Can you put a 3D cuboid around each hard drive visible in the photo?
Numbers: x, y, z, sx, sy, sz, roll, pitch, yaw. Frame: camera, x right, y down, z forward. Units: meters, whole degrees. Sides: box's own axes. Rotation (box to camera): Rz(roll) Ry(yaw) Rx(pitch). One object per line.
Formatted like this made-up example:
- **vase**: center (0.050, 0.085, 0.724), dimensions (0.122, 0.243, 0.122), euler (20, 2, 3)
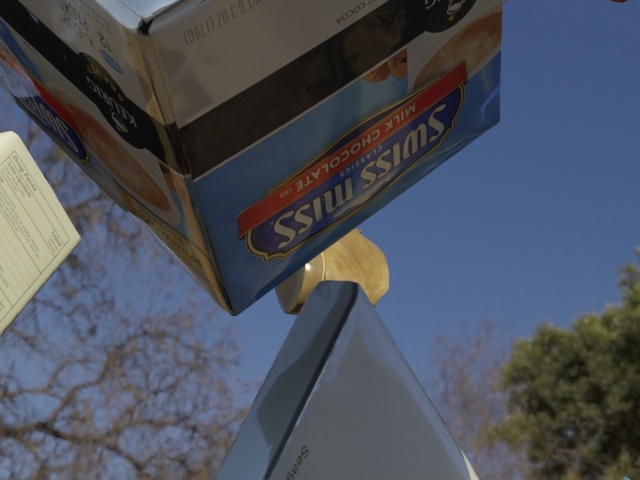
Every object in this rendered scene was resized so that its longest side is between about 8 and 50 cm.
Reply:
- **hard drive**: center (0.042, 0.232, 0.883), dimensions (0.047, 0.233, 0.353), euler (1, -41, 35)

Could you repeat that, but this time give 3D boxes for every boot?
- **boot**: center (0.000, 0.000, 1.373), dimensions (0.115, 0.305, 0.112), euler (11, -61, -18)

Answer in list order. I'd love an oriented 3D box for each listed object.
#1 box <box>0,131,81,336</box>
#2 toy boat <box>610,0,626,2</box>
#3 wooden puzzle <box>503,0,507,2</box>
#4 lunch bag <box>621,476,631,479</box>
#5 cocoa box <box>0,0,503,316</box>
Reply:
- **box**: center (-0.379, 0.045, 1.089), dimensions (0.121, 0.311, 0.148), euler (-5, -55, 32)
- **toy boat**: center (0.340, -0.430, 1.277), dimensions (0.148, 0.318, 0.267), euler (21, 6, -22)
- **wooden puzzle**: center (0.048, -0.319, 1.426), dimensions (0.348, 0.322, 0.080), euler (13, -56, 42)
- **lunch bag**: center (0.349, 0.414, 1.230), dimensions (0.262, 0.223, 0.160), euler (43, 1, 5)
- **cocoa box**: center (-0.085, -0.175, 0.699), dimensions (0.347, 0.231, 0.228), euler (41, -23, 32)
